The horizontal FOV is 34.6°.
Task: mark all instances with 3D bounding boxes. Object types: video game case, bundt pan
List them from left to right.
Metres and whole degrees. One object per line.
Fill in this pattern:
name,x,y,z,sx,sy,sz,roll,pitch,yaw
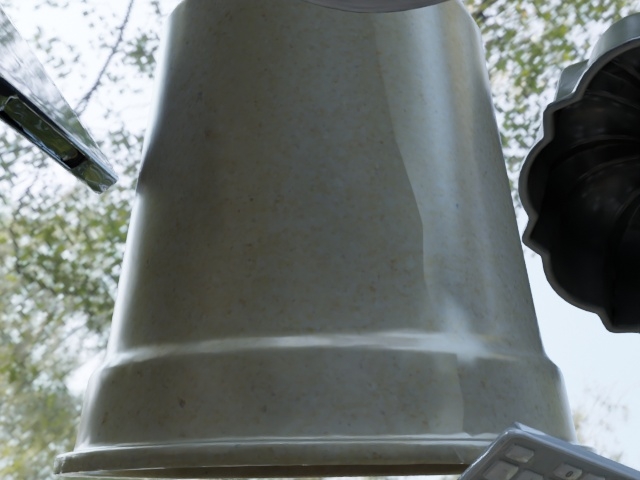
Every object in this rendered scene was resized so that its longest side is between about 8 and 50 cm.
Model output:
video game case,-0.225,-0.141,0.656,0.196,0.026,0.274,54,-1,12
bundt pan,0.329,-0.068,0.852,0.331,0.124,0.331,5,-51,6

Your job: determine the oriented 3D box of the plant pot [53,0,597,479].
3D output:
plant pot,0.000,0.000,0.684,0.334,0.334,0.305,-15,-110,43

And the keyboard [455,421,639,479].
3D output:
keyboard,0.144,0.132,0.393,0.256,0.014,0.072,25,-69,-26

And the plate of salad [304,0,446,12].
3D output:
plate of salad,0.025,-0.190,0.399,0.200,0.048,0.200,4,-78,20
